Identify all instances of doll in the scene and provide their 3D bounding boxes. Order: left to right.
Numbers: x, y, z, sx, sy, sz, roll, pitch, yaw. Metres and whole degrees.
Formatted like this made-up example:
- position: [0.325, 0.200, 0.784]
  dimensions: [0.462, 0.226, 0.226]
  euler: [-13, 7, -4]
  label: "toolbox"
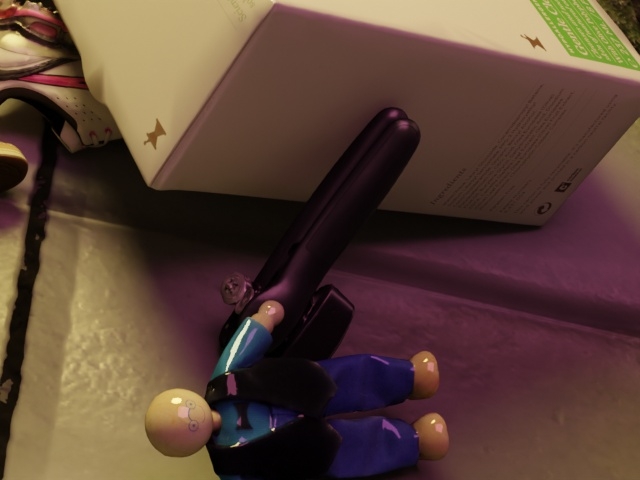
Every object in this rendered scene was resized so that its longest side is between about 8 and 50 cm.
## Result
- position: [-0.017, 0.097, 0.899]
  dimensions: [0.189, 0.046, 0.129]
  euler: [-2, 80, -35]
  label: "doll"

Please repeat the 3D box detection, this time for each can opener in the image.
- position: [0.000, 0.000, 0.952]
  dimensions: [0.073, 0.186, 0.059]
  euler: [27, 6, -30]
  label: "can opener"

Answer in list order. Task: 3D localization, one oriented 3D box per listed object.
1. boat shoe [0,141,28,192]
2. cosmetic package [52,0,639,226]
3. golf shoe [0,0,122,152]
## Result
- position: [-0.249, -0.054, 0.970]
  dimensions: [0.135, 0.050, 0.045]
  euler: [-1, 52, -26]
  label: "boat shoe"
- position: [0.028, -0.133, 1.049]
  dimensions: [0.366, 0.155, 0.197]
  euler: [4, 44, -44]
  label: "cosmetic package"
- position: [-0.145, -0.095, 1.065]
  dimensions: [0.186, 0.067, 0.086]
  euler: [18, 82, -24]
  label: "golf shoe"
